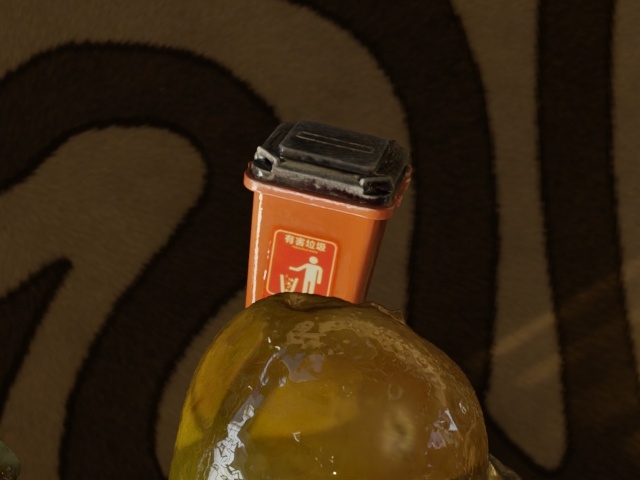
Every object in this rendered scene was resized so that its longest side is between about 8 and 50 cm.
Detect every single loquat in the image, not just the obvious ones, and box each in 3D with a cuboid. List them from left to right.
[{"bbox_3d":[-0.004,0.186,1.147,0.276,0.276,0.284,38,78,-12],"label":"loquat"}]

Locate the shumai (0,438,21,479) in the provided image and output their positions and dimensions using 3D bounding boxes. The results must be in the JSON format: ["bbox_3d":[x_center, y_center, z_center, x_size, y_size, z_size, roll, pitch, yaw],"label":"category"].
[{"bbox_3d":[-0.461,0.310,1.493,0.272,0.204,0.222,15,128,-20],"label":"shumai"}]

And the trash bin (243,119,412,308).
[{"bbox_3d":[0.000,0.000,1.476,0.161,0.184,0.239,13,116,8],"label":"trash bin"}]

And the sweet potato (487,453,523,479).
[{"bbox_3d":[0.148,0.420,1.392,0.130,0.130,0.423,10,94,-13],"label":"sweet potato"}]
